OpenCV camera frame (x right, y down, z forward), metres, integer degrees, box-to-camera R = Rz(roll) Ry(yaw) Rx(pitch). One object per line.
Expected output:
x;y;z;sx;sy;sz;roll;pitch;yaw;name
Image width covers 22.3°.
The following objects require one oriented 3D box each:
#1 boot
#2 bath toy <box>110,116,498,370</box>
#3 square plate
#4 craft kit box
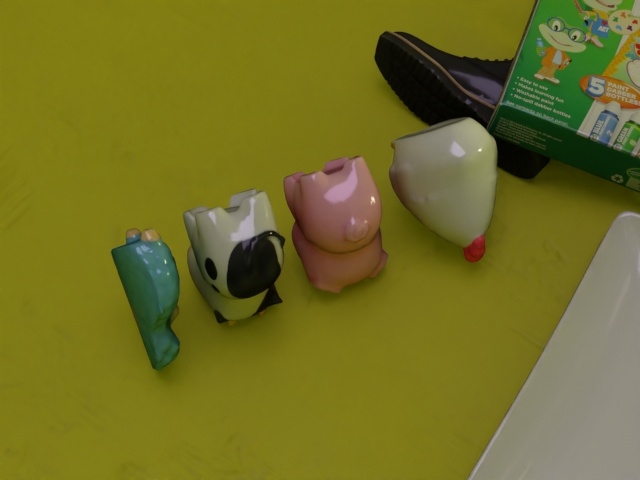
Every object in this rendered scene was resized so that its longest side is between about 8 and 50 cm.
0.163;-0.159;1.540;0.198;0.077;0.137;39;64;12;boot
0.000;0.000;1.420;0.348;0.151;0.129;-20;96;-10;bath toy
0.330;0.174;1.318;0.347;0.049;0.344;24;64;20;square plate
0.307;-0.159;1.493;0.250;0.061;0.246;21;57;2;craft kit box
